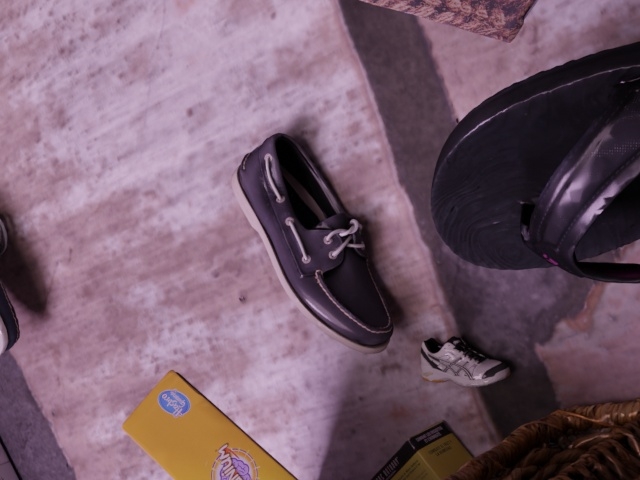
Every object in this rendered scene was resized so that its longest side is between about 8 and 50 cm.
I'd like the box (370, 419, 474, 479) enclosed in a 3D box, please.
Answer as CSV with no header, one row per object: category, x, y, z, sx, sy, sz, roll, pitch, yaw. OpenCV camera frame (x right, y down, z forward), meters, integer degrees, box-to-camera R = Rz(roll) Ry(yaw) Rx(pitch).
box,0.135,0.264,1.287,0.232,0.058,0.087,50,127,18

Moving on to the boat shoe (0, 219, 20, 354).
boat shoe,-0.366,0.006,1.607,0.254,0.079,0.095,51,129,20

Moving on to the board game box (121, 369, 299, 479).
board game box,0.007,0.251,1.234,0.064,0.242,0.316,-48,43,-8

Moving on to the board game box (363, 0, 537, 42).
board game box,0.083,-0.320,1.049,0.232,0.141,0.291,-56,38,33

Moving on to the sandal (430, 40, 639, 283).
sandal,0.243,-0.053,1.041,0.446,0.107,0.167,-20,131,39

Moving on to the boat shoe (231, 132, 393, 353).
boat shoe,0.000,0.000,1.317,0.206,0.075,0.065,55,131,20

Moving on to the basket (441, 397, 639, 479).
basket,0.211,0.180,1.047,0.223,0.299,0.213,50,126,17

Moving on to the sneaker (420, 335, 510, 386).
sneaker,0.113,0.096,1.278,0.083,0.032,0.037,1,102,38

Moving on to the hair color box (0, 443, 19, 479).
hair color box,-0.386,0.324,1.636,0.110,0.185,0.339,-35,79,40
